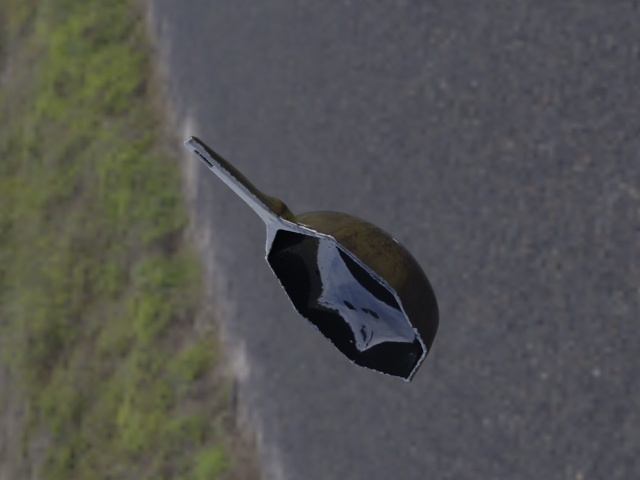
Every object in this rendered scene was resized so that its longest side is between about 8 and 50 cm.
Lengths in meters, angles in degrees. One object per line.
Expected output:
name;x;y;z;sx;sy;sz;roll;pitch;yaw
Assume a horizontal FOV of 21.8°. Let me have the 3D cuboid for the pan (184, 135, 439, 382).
pan;0.011;0.002;1.069;0.128;0.048;0.202;11;141;45
